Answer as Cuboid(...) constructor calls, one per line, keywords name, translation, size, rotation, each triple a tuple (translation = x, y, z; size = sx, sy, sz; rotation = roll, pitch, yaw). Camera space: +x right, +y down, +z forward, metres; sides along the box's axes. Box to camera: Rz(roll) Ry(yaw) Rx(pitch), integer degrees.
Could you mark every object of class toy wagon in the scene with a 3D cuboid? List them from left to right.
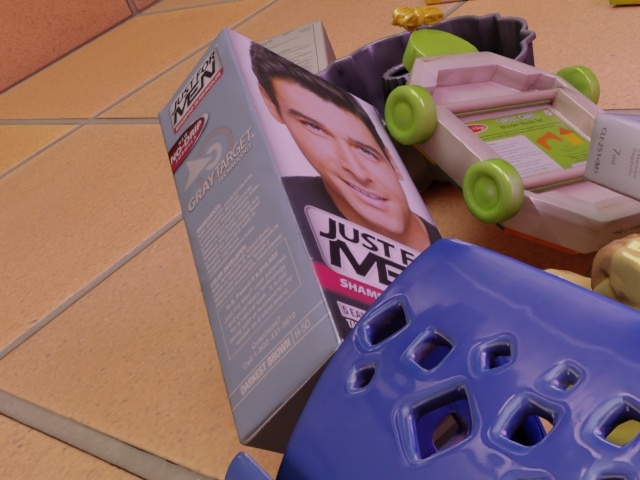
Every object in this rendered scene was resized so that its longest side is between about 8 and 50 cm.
Cuboid(name="toy wagon", translation=(0.188, -0.122, 0.936), size=(0.267, 0.068, 0.344), rotation=(-13, 47, -36))

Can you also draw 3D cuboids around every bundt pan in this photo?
Cuboid(name="bundt pan", translation=(0.124, -0.164, 1.196), size=(0.331, 0.124, 0.330), rotation=(-19, 27, 10))

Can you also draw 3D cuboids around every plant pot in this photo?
Cuboid(name="plant pot", translation=(0.096, 0.170, 0.480), size=(0.212, 0.236, 0.236), rotation=(-38, 30, -16))

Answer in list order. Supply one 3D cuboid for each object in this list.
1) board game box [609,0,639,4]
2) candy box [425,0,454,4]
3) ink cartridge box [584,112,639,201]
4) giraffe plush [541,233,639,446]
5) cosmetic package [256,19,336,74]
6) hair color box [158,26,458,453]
Cuboid(name="board game box", translation=(0.523, -0.388, 1.380), size=(0.092, 0.043, 0.181), rotation=(-40, 32, -26))
Cuboid(name="candy box", translation=(0.303, -0.484, 1.764), size=(0.206, 0.027, 0.105), rotation=(6, 42, 45))
Cuboid(name="ink cartridge box", translation=(0.377, -0.036, 0.687), size=(0.275, 0.060, 0.239), rotation=(1, 17, -23))
Cuboid(name="giraffe plush", translation=(0.267, 0.070, 0.628), size=(0.171, 0.181, 0.210), rotation=(-15, 6, -37))
Cuboid(name="cosmetic package", translation=(-0.046, -0.232, 1.471), size=(0.160, 0.113, 0.309), rotation=(-19, 26, 9))
Cuboid(name="hair color box", translation=(0.000, 0.000, 0.762), size=(0.113, 0.185, 0.374), rotation=(-48, 40, 25))
